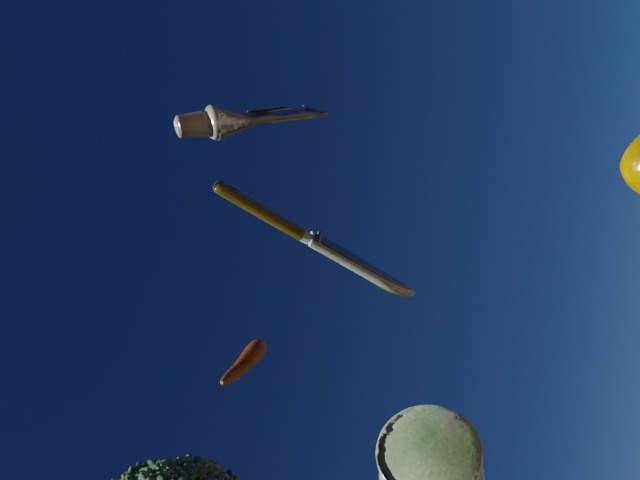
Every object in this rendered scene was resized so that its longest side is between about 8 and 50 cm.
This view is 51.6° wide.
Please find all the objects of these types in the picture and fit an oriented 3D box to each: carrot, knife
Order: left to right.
[{"bbox_3d":[-0.129,0.207,1.120,0.142,0.035,0.035,-43,-48,-54],"label":"carrot"},{"bbox_3d":[0.000,0.000,0.956,0.343,0.061,0.027,30,-78,-12],"label":"knife"}]

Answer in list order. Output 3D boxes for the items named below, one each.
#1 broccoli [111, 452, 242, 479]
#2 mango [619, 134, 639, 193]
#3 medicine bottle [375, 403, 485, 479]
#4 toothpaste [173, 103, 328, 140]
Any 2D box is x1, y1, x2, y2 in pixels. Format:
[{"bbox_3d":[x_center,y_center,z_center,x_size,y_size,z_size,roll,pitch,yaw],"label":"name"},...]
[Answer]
[{"bbox_3d":[-0.101,0.377,0.593,0.301,0.249,0.375,17,-136,-20],"label":"broccoli"},{"bbox_3d":[0.474,-0.088,0.813,0.098,0.195,0.137,15,-99,-67],"label":"mango"},{"bbox_3d":[0.152,0.320,0.917,0.147,0.147,0.143,-53,-34,-33],"label":"medicine bottle"},{"bbox_3d":[-0.134,-0.229,1.250,0.282,0.099,0.069,-10,-40,-22],"label":"toothpaste"}]
